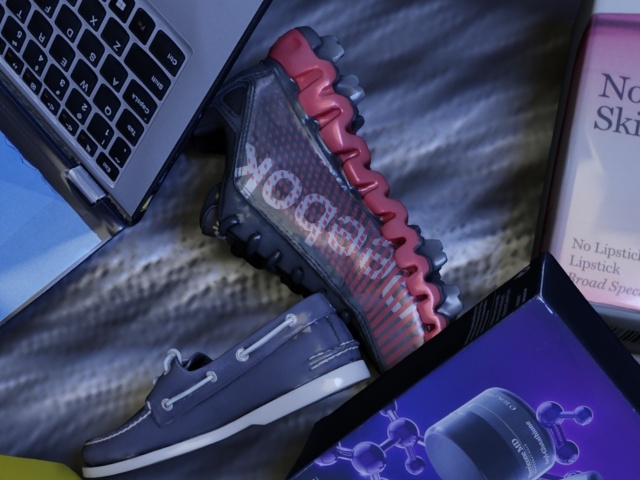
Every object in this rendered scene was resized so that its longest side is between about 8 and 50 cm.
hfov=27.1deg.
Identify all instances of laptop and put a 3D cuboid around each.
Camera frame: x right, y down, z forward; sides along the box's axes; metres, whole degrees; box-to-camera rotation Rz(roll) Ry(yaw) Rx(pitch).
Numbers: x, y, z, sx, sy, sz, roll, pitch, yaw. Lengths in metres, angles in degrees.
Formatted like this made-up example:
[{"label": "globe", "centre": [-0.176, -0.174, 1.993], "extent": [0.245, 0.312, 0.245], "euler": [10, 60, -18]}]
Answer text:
[{"label": "laptop", "centre": [-0.290, -0.145, 0.834], "extent": [0.382, 0.408, 0.236], "euler": [47, 41, 11]}]

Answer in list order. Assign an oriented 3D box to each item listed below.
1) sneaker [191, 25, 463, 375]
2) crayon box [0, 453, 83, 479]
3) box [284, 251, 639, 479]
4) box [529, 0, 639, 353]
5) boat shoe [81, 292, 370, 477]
[{"label": "sneaker", "centre": [0.000, 0.000, 0.861], "extent": [0.135, 0.097, 0.276], "euler": [-25, 75, -5]}, {"label": "crayon box", "centre": [-0.125, 0.249, 0.644], "extent": [0.363, 0.313, 0.106], "euler": [40, 94, 25]}, {"label": "box", "centre": [0.136, 0.169, 0.753], "extent": [0.184, 0.103, 0.261], "euler": [-39, 93, 19]}, {"label": "box", "centre": [0.225, -0.048, 0.852], "extent": [0.148, 0.127, 0.232], "euler": [11, 77, 5]}, {"label": "boat shoe", "centre": [-0.068, 0.093, 0.827], "extent": [0.206, 0.075, 0.065], "euler": [-24, 83, 23]}]
